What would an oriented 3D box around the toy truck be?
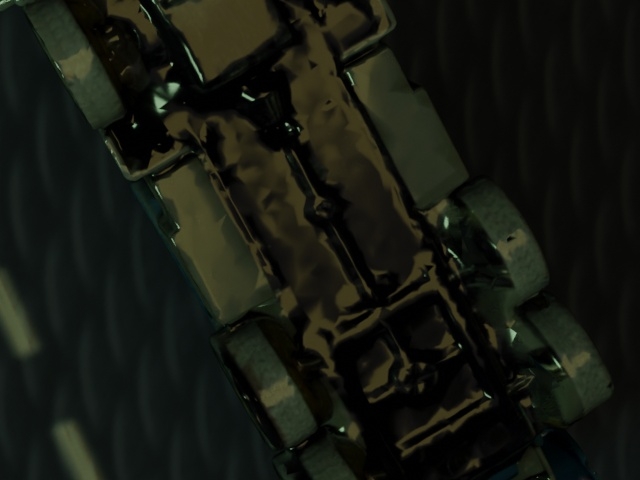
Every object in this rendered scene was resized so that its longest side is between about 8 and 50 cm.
[{"bbox_3d":[0.000,0.000,0.781,0.146,0.175,0.367,-30,109,-7],"label":"toy truck"}]
